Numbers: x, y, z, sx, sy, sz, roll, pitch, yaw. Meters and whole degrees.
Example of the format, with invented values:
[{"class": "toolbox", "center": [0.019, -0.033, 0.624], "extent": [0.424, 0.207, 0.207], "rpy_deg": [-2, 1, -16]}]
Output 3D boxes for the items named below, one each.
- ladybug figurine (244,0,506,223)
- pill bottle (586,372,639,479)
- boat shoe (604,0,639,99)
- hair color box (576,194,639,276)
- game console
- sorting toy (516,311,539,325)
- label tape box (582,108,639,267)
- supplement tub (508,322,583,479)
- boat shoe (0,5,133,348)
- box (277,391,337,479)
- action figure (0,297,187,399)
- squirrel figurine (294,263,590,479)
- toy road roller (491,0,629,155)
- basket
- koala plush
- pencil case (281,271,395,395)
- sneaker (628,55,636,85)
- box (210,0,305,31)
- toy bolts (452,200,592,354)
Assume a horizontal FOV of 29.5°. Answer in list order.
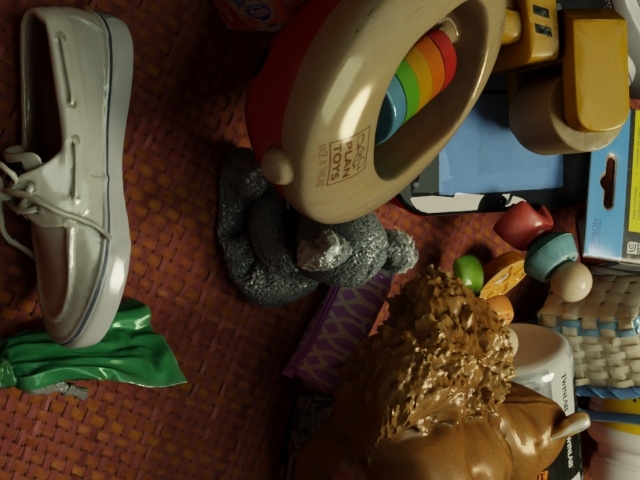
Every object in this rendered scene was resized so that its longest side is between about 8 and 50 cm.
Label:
[{"class": "ladybug figurine", "center": [0.058, -0.194, 1.409], "extent": [0.449, 0.162, 0.305], "rpy_deg": [-40, 146, -43]}, {"class": "pill bottle", "center": [0.581, 0.274, 2.175], "extent": [0.188, 0.188, 0.333], "rpy_deg": [8, 92, -45]}, {"class": "boat shoe", "center": [0.515, -0.385, 2.039], "extent": [0.102, 0.108, 0.301], "rpy_deg": [-41, 117, -30]}, {"class": "hair color box", "center": [0.644, -0.052, 2.171], "extent": [0.374, 0.185, 0.113], "rpy_deg": [-32, 120, -36]}, {"class": "game console", "center": [0.260, -0.212, 1.784], "extent": [0.387, 0.060, 0.341], "rpy_deg": [-4, 102, -29]}, {"class": "sorting toy", "center": [0.353, 0.152, 2.036], "extent": [0.102, 0.042, 0.061], "rpy_deg": [-66, 151, -28]}, {"class": "label tape box", "center": [0.532, -0.072, 1.909], "extent": [0.334, 0.106, 0.240], "rpy_deg": [7, 85, -21]}, {"class": "supplement tub", "center": [0.311, 0.306, 1.911], "extent": [0.194, 0.194, 0.315], "rpy_deg": [-26, 115, -39]}, {"class": "boat shoe", "center": [-0.290, -0.068, 1.278], "extent": [0.156, 0.136, 0.367], "rpy_deg": [3, 94, -45]}, {"class": "box", "center": [-0.009, 0.282, 1.704], "extent": [0.094, 0.027, 0.137], "rpy_deg": [9, 92, -44]}, {"class": "action figure", "center": [-0.277, 0.133, 1.353], "extent": [0.232, 0.137, 0.063], "rpy_deg": [-5, 133, -45]}, {"class": "squirrel figurine", "center": [0.184, 0.243, 1.602], "extent": [0.371, 0.281, 0.396], "rpy_deg": [-17, 114, -35]}, {"class": "toy road roller", "center": [0.268, -0.277, 1.653], "extent": [0.241, 0.202, 0.329], "rpy_deg": [-6, 93, -16]}, {"class": "basket", "center": [0.496, 0.195, 2.002], "extent": [0.201, 0.255, 0.288], "rpy_deg": [-46, 128, -44]}, {"class": "koala plush", "center": [0.000, 0.000, 1.517], "extent": [0.196, 0.221, 0.203], "rpy_deg": [4, 95, -46]}, {"class": "pencil case", "center": [0.027, 0.109, 1.663], "extent": [0.088, 0.086, 0.206], "rpy_deg": [38, 72, -47]}, {"class": "sneaker", "center": [0.381, -0.267, 1.937], "extent": [0.282, 0.102, 0.161], "rpy_deg": [25, 84, -34]}, {"class": "box", "center": [-0.017, -0.403, 1.472], "extent": [0.300, 0.142, 0.154], "rpy_deg": [-52, 130, -24]}, {"class": "toy bolts", "center": [0.308, 0.071, 1.816], "extent": [0.218, 0.158, 0.228], "rpy_deg": [1, 137, -52]}]
